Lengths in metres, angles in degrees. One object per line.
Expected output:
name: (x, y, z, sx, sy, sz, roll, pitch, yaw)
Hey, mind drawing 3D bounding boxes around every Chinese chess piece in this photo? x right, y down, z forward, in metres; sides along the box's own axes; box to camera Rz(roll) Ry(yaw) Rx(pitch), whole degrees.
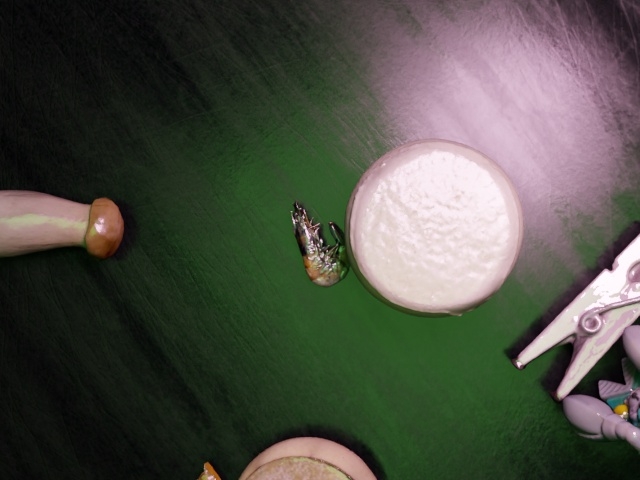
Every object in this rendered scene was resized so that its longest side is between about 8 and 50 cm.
Chinese chess piece: (-0.022, 0.470, 1.207, 0.269, 0.112, 0.270, 0, 89, 9)

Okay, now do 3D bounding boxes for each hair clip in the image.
hair clip: (0.459, 0.113, 1.154, 0.331, 0.085, 0.101, -49, 64, 9)

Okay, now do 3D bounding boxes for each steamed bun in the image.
steamed bun: (0.177, -0.018, 1.153, 0.282, 0.177, 0.283, 0, 87, 5)

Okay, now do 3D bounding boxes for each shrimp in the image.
shrimp: (0.000, 0.000, 1.255, 0.091, 0.034, 0.161, -23, 92, -5)

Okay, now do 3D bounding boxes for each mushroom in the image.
mushroom: (-0.528, -0.027, 1.283, 0.349, 0.128, 0.128, 3, 90, 4)

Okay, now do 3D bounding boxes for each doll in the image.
doll: (0.483, 0.225, 1.062, 0.153, 0.258, 0.195, 44, 72, -7)

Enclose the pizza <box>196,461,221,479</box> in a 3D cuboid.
pizza: (-0.216, 0.492, 1.269, 0.130, 0.041, 0.178, -20, 87, 5)
